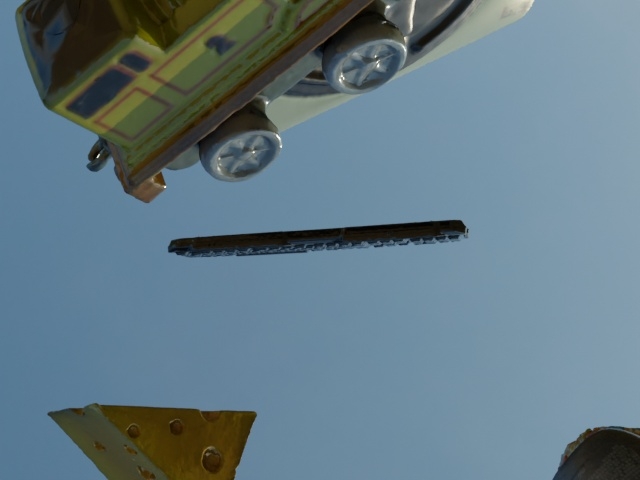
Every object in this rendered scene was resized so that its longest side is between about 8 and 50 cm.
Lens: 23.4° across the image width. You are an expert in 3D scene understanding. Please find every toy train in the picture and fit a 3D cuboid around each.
[{"bbox_3d":[-0.046,-0.103,0.710,0.127,0.219,0.089,25,-144,-51],"label":"toy train"}]

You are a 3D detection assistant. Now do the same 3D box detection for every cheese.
[{"bbox_3d":[-0.168,0.190,1.479,0.171,0.093,0.126,31,-115,-30],"label":"cheese"}]

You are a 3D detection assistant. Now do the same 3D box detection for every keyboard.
[{"bbox_3d":[0.000,0.001,1.375,0.262,0.016,0.106,-4,175,7],"label":"keyboard"}]

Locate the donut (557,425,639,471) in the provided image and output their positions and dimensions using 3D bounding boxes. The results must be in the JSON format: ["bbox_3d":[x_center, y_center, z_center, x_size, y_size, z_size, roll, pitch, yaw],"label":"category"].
[{"bbox_3d":[0.261,0.202,1.236,0.166,0.108,0.065,13,-119,26],"label":"donut"}]

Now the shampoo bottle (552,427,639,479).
[{"bbox_3d":[0.227,0.200,0.956,0.049,0.087,0.234,36,-176,-33],"label":"shampoo bottle"}]

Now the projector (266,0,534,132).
[{"bbox_3d":[0.025,-0.192,0.966,0.257,0.259,0.079,-26,-125,-14],"label":"projector"}]
